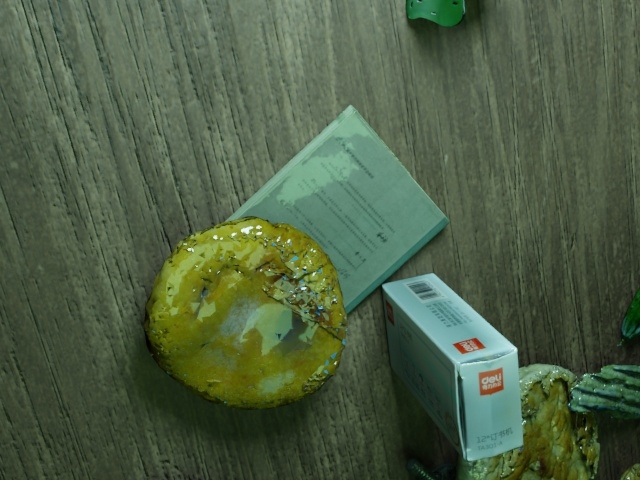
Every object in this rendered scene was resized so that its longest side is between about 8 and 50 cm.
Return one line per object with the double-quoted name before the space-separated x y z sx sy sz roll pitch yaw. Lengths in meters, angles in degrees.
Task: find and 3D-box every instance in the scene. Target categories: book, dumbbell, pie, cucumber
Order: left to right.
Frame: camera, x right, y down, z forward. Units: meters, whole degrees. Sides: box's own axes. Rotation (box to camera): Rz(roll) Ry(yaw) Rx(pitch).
"pie" -0.087 0.095 1.263 0.274 0.069 0.273 -6 115 -13
"book" 0.000 0.000 1.299 0.283 0.025 0.215 -41 115 2
"dumbbell" 0.208 0.381 1.465 0.081 0.081 0.254 -46 115 4
"pie" 0.296 0.303 1.434 0.274 0.055 0.274 -4 97 -35
"cucumber" 0.463 0.078 1.451 0.039 0.039 0.167 16 102 -20

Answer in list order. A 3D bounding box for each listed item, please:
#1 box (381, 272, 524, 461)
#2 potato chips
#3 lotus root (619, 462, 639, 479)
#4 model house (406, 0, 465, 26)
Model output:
"box" 0.157 0.149 1.264 0.079 0.269 0.135 -13 110 -12
"potato chips" 0.428 0.212 1.471 0.208 0.028 0.091 13 102 -36
"lotus root" 0.532 0.386 1.546 0.191 0.108 0.094 18 100 -31
"model house" 0.168 -0.336 1.190 0.088 0.117 0.166 -11 111 -29
